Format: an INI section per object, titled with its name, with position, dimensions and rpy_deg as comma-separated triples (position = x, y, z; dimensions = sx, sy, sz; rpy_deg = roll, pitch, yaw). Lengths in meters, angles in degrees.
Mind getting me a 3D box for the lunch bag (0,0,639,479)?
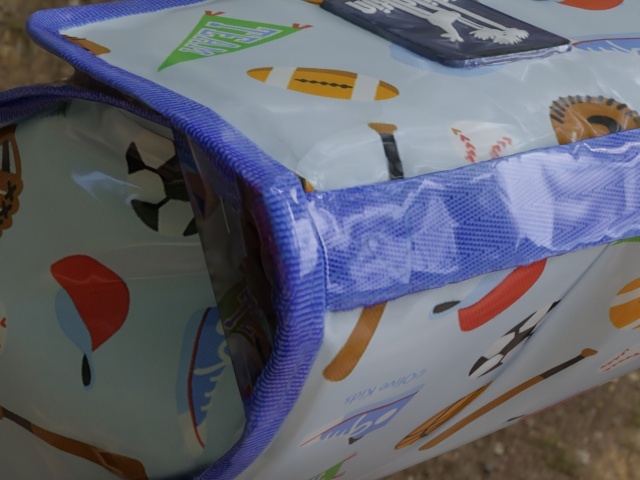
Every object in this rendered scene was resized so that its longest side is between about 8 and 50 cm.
[lunch bag]
position = 0.000, 0.000, 0.704
dimensions = 0.328, 0.239, 0.385
rpy_deg = -13, -2, -36
